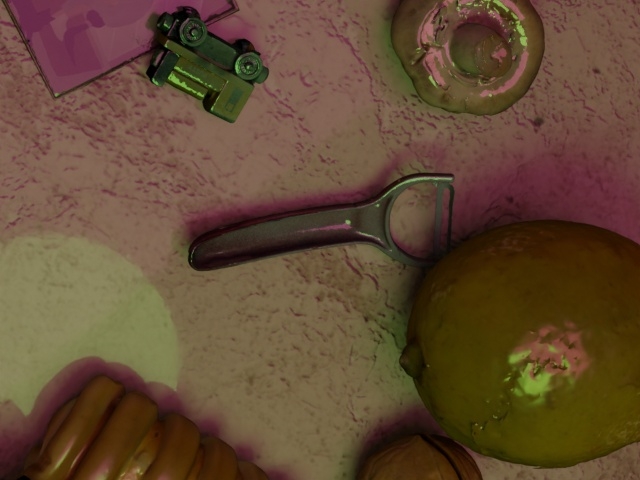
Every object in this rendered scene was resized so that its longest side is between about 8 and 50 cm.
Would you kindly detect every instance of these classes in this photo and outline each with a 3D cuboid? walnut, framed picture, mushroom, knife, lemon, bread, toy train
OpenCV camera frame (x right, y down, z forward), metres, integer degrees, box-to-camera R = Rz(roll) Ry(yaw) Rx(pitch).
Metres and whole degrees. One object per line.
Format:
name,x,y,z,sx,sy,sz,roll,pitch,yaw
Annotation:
walnut,0.103,0.286,1.289,0.144,0.144,0.180,1,96,-17
framed picture,-0.193,-0.237,1.162,0.201,0.010,0.136,-28,107,-10
mushroom,0.146,-0.196,1.218,0.154,0.122,0.154,-4,108,-13
knife,-0.001,-0.001,1.246,0.278,0.053,0.123,-7,115,-15
lemon,0.228,0.102,1.234,0.284,0.260,0.260,19,94,-18
bread,-0.142,0.271,1.213,0.311,0.121,0.173,34,86,-17
toy train,-0.110,-0.169,1.177,0.122,0.050,0.081,25,103,-26

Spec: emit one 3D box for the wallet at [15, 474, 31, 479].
wallet,-0.355,0.357,1.154,0.318,0.045,0.172,-29,109,12
